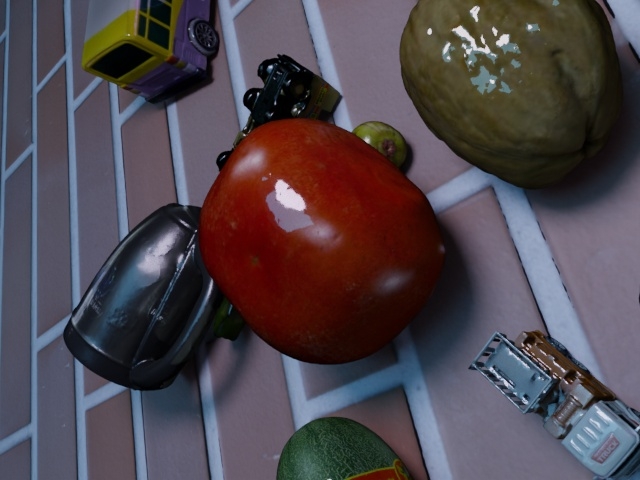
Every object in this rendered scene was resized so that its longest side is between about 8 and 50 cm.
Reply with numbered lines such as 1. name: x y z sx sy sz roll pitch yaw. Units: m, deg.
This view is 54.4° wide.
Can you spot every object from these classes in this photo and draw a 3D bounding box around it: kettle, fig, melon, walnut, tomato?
1. kettle: -0.273 0.095 1.114 0.324 0.228 0.321 -59 35 7
2. fig: 0.060 -0.150 0.982 0.166 0.093 0.093 26 96 48
3. melon: 0.048 0.358 0.778 0.182 0.182 0.287 -46 53 23
4. walnut: 0.228 -0.203 0.744 0.227 0.282 0.283 -27 50 -14
5. tomato: 0.000 0.000 0.837 0.325 0.290 0.293 50 126 10

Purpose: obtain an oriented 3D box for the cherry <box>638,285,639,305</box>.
1. cherry: 0.426 0.034 0.467 0.334 0.291 0.326 -61 39 22

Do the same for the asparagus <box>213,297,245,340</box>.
1. asparagus: -0.109 0.041 1.091 0.080 0.080 0.287 40 108 42

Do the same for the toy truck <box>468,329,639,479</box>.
1. toy truck: 0.264 0.176 0.678 0.178 0.115 0.080 44 108 39

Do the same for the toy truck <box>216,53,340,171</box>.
1. toy truck: -0.080 -0.186 1.096 0.257 0.127 0.127 -59 41 14

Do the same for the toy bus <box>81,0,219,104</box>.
1. toy bus: -0.381 -0.565 1.394 0.209 0.249 0.439 -13 70 40
